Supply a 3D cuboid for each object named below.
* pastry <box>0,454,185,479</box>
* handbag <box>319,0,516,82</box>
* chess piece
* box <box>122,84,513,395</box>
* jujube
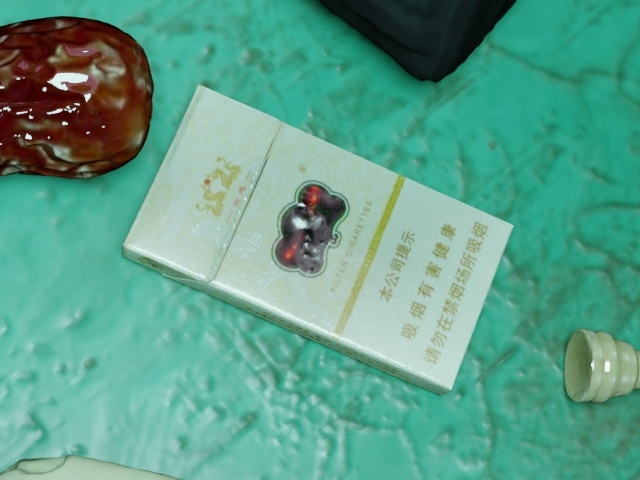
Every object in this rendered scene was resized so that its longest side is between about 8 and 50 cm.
[{"bbox_3d":[-0.086,0.203,0.533,0.264,0.133,0.265,5,75,-21],"label":"pastry"},{"bbox_3d":[0.039,-0.211,0.649,0.181,0.254,0.181,37,69,8],"label":"handbag"},{"bbox_3d":[0.166,0.063,0.709,0.092,0.035,0.035,5,73,-12],"label":"chess piece"},{"bbox_3d":[0.000,0.000,0.701,0.167,0.024,0.090,24,72,-3],"label":"box"},{"bbox_3d":[-0.140,-0.062,0.673,0.129,0.077,0.077,-9,76,-1],"label":"jujube"}]
